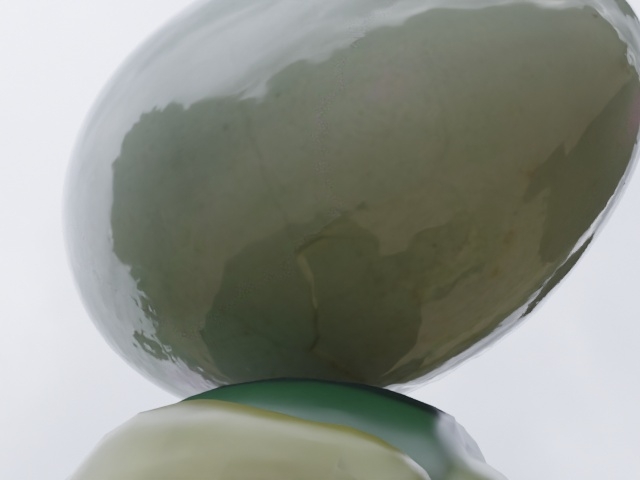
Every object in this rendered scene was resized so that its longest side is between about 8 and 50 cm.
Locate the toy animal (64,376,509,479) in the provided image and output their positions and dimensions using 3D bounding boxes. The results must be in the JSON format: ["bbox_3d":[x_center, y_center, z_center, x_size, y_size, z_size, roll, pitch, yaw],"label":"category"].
[{"bbox_3d":[-0.036,0.140,0.477,0.191,0.338,0.216,-3,-82,14],"label":"toy animal"}]

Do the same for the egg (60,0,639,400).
[{"bbox_3d":[0.012,-0.024,0.637,0.209,0.151,0.151,-27,-50,15],"label":"egg"}]
